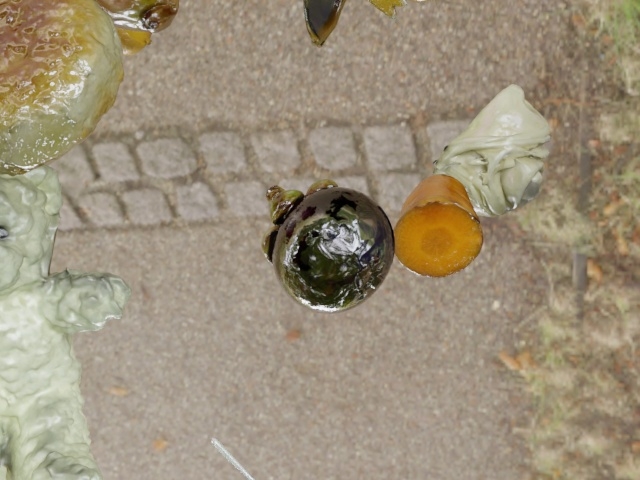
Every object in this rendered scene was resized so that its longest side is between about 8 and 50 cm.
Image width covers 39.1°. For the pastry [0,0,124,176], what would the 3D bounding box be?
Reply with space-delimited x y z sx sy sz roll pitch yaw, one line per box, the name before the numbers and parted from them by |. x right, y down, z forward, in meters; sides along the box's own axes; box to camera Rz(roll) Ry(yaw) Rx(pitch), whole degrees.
pastry | -0.274 -0.148 0.809 0.192 0.182 0.093 20 157 20

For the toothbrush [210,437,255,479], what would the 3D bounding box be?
toothbrush | -0.087 0.314 1.156 0.162 0.017 0.014 48 155 -7

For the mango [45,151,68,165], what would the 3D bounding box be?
mango | -0.524 -0.183 1.366 0.384 0.199 0.221 -26 133 -1

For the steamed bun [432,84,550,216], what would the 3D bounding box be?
steamed bun | 0.387 -0.167 1.912 0.207 0.280 0.268 43 164 7

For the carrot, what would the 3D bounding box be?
carrot | 0.215 -0.055 1.642 0.159 0.225 0.159 4 123 6

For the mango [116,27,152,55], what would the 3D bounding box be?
mango | -0.343 -0.387 1.603 0.066 0.187 0.101 -22 117 29

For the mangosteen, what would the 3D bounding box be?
mangosteen | 0.000 0.000 1.352 0.230 0.194 0.194 37 155 31

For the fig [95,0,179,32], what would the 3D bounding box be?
fig | -0.299 -0.418 1.262 0.224 0.224 0.263 -7 132 26

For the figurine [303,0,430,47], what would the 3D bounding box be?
figurine | 0.126 -0.481 1.200 0.268 0.387 0.401 9 124 24

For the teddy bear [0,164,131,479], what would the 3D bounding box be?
teddy bear | -0.368 0.078 0.966 0.327 0.375 0.362 -7 132 -14
